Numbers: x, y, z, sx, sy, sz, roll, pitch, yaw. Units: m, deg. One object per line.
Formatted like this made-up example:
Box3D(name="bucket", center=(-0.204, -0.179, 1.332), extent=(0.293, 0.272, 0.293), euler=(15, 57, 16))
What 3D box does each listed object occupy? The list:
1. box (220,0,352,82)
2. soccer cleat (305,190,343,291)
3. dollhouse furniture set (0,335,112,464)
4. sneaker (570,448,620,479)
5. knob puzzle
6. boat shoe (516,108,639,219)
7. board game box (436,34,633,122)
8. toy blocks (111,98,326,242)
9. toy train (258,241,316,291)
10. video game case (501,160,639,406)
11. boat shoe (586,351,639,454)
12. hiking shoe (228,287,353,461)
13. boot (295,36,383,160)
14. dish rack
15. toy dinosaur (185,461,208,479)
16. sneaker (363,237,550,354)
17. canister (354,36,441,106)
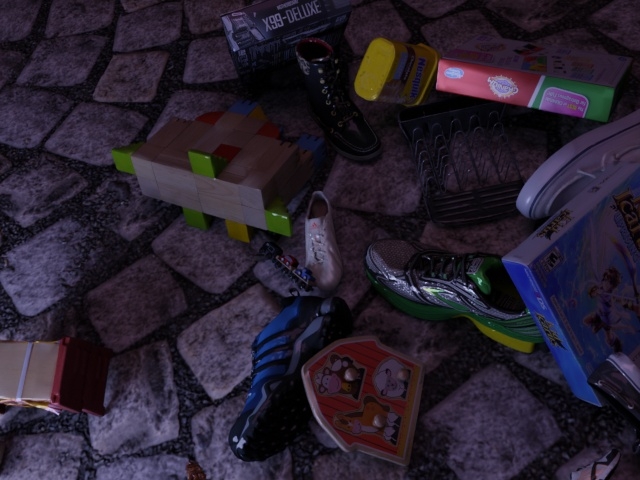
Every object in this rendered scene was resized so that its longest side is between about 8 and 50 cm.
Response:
Box3D(name="box", center=(-0.071, -0.427, 1.555), extent=(0.243, 0.307, 0.076), euler=(-21, 92, -2))
Box3D(name="soccer cleat", center=(0.000, 0.000, 1.347), extent=(0.068, 0.076, 0.196), euler=(-10, 53, 6))
Box3D(name="dollhouse furniture set", center=(-0.479, 0.337, 1.187), extent=(0.202, 0.152, 0.373), euler=(1, 71, 13))
Box3D(name="sneaker", center=(0.375, 0.325, 1.045), extent=(0.109, 0.040, 0.044), euler=(-40, 54, -18))
Box3D(name="knob puzzle", center=(0.064, 0.225, 1.135), extent=(0.213, 0.030, 0.213), euler=(10, 60, -17))
Box3D(name="boat shoe", center=(0.518, -0.106, 1.290), extent=(0.367, 0.135, 0.156), euler=(-26, 55, -19))
Box3D(name="board game box", center=(0.411, -0.318, 1.436), extent=(0.317, 0.064, 0.242), euler=(16, 31, 23))
Box3D(name="toy blocks", center=(-0.168, -0.169, 1.471), extent=(0.382, 0.190, 0.261), euler=(16, 47, 22))
Box3D(name="toy train", center=(-0.057, 0.044, 1.341), extent=(0.158, 0.027, 0.036), euler=(38, 96, 42))
Box3D(name="video game case", center=(0.420, 0.062, 1.098), extent=(0.244, 0.269, 0.061), euler=(-39, 21, -17))
Box3D(name="boat shoe", center=(0.453, 0.263, 1.027), extent=(0.076, 0.080, 0.228), euler=(-35, 79, -2))
Box3D(name="hiking shoe", center=(-0.064, 0.213, 1.200), extent=(0.132, 0.113, 0.304), euler=(8, 49, 37))
Box3D(name="boot", center=(0.030, -0.277, 1.482), extent=(0.085, 0.178, 0.236), euler=(-31, 53, -11))
Box3D(name="dish rack", center=(0.270, -0.152, 1.403), extent=(0.209, 0.074, 0.271), euler=(-12, 52, 4))
Box3D(name="toy dinosaur", center=(-0.174, 0.475, 1.020), extent=(0.219, 0.164, 0.321), euler=(-2, 34, -7))
Box3D(name="sneaker", center=(0.228, 0.057, 1.212), extent=(0.344, 0.146, 0.134), euler=(16, 59, 24))
Box3D(name="canister", center=(0.152, -0.328, 1.477), extent=(0.073, 0.126, 0.170), euler=(37, 26, 30))
